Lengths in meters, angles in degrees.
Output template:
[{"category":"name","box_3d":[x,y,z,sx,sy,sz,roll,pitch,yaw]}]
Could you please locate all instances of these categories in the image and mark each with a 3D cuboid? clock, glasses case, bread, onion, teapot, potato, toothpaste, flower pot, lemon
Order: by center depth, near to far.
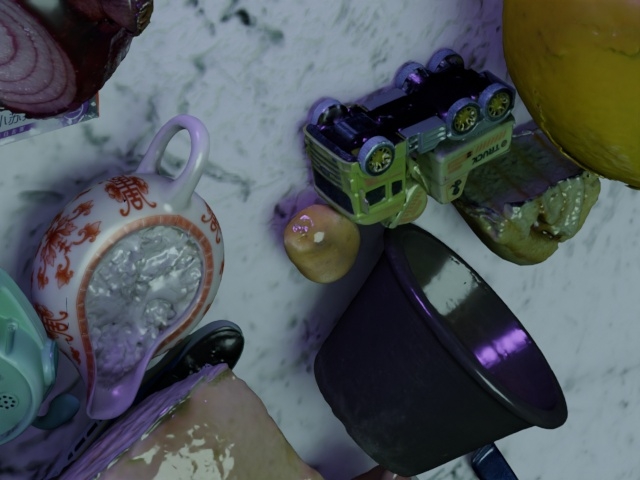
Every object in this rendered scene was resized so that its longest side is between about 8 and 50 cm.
[{"category":"onion","box_3d":[-0.182,-0.177,1.220,0.140,0.218,0.195,-59,134,-32]},{"category":"toothpaste","box_3d":[-0.256,-0.084,1.337,0.196,0.040,0.047,-19,124,-27]},{"category":"clock","box_3d":[-0.270,0.099,1.373,0.148,0.060,0.188,-24,130,14]},{"category":"potato","box_3d":[-0.090,0.250,1.382,0.264,0.211,0.189,45,58,-15]},{"category":"teapot","box_3d":[-0.147,0.012,1.430,0.159,0.116,0.245,9,113,-27]},{"category":"lemon","box_3d":[0.294,-0.181,1.539,0.297,0.297,0.297,-19,126,-29]},{"category":"potato","box_3d":[0.000,0.000,1.570,0.083,0.062,0.068,49,51,-72]},{"category":"flower pot","box_3d":[0.090,0.113,1.626,0.148,0.235,0.235,-41,137,17]},{"category":"bread","box_3d":[0.177,-0.030,1.673,0.156,0.103,0.110,-18,137,-23]},{"category":"glasses case","box_3d":[0.177,0.237,1.874,0.033,0.023,0.083,-39,132,-6]}]

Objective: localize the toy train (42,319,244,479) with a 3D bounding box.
[{"category":"toy train","box_3d":[-0.147,0.146,1.515,0.052,0.051,0.234,30,107,-35]}]

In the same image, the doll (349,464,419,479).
[{"category":"doll","box_3d":[0.022,0.303,1.728,0.262,0.093,0.211,-62,164,21]}]

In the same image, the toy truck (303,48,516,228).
[{"category":"toy truck","box_3d":[0.081,-0.079,1.572,0.191,0.085,0.116,-26,132,-26]}]
